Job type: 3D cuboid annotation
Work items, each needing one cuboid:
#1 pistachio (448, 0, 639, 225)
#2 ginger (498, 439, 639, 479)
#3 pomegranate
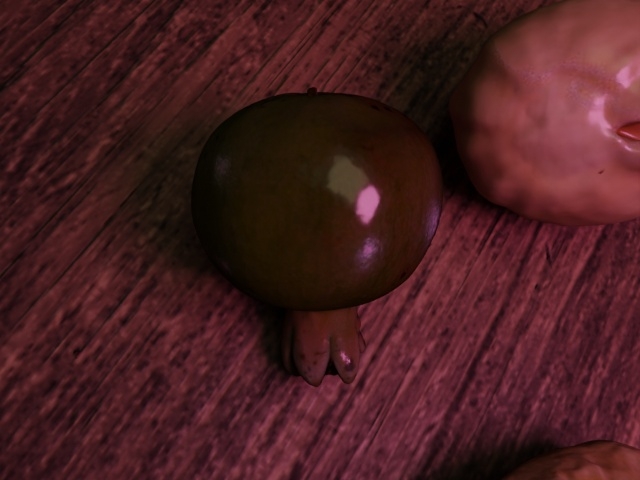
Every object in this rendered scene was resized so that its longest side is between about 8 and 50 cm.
[{"bbox_3d":[0.263,-0.115,0.529,0.318,0.214,0.193,-10,118,-28],"label":"pistachio"},{"bbox_3d":[0.172,0.226,0.415,0.267,0.152,0.138,-20,49,-15],"label":"ginger"},{"bbox_3d":[-0.008,-0.007,0.426,0.179,0.179,0.210,17,81,-9],"label":"pomegranate"}]
